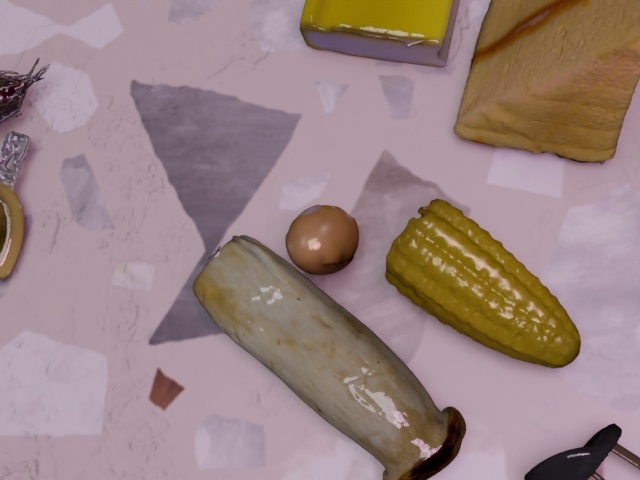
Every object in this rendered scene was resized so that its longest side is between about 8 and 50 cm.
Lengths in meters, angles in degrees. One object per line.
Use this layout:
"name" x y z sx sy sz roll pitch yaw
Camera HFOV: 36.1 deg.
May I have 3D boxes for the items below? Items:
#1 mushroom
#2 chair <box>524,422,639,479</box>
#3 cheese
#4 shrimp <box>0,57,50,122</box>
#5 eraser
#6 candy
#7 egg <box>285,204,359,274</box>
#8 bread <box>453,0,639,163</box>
"mushroom" 0.005 0.114 0.956 0.312 0.081 0.100 41 80 19
"chair" 0.296 0.243 0.867 0.221 0.104 0.095 36 59 12
"cheese" -0.356 -0.042 1.084 0.086 0.036 0.162 14 80 12
"shrimp" -0.373 -0.155 1.106 0.165 0.065 0.056 -27 105 -2
"eraser" 0.077 -0.302 1.052 0.158 0.069 0.226 11 78 10
"candy" 0.159 0.053 0.932 0.199 0.106 0.094 38 67 13
"egg" 0.000 0.000 0.983 0.071 0.083 0.071 4 100 24
"bread" 0.217 -0.202 0.902 0.163 0.264 0.167 12 73 12
